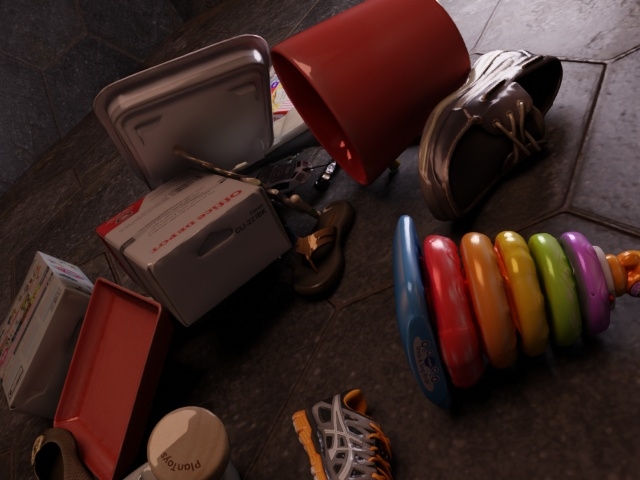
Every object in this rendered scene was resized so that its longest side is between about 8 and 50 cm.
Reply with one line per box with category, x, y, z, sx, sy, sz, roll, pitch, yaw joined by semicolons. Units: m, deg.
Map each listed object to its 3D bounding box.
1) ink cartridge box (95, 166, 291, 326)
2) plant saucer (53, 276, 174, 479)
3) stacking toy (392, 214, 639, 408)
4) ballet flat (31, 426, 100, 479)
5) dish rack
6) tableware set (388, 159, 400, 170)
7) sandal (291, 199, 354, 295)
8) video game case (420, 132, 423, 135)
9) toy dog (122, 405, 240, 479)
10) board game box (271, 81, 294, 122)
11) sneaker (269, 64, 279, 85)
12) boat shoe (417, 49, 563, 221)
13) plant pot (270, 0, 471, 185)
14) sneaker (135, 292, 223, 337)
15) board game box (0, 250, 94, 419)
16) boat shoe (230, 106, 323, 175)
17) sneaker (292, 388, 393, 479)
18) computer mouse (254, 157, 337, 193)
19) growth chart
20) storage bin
ink cartridge box;-0.203;-0.005;0.935;0.197;0.114;0.273;-38;29;-20
plant saucer;-0.315;0.203;0.929;0.259;0.047;0.258;10;83;50
stacking toy;0.231;0.050;0.616;0.302;0.175;0.166;-12;31;12
ballet flat;-0.375;0.336;0.866;0.250;0.058;0.084;16;93;50
dish rack;-0.202;-0.187;1.036;0.285;0.072;0.333;-25;-15;-10
tableware set;0.102;-0.172;1.111;0.104;0.024;0.154;-37;41;12
sandal;0.000;0.000;0.965;0.090;0.060;0.219;-13;38;34
video game case;0.160;-0.255;1.189;0.201;0.023;0.183;-5;43;39
toy dog;-0.186;0.334;0.612;0.334;0.220;0.161;-47;63;-3
board game box;-0.040;-0.322;1.408;0.193;0.045;0.147;0;43;21
sneaker;-0.103;-0.376;1.564;0.283;0.110;0.122;-38;49;1
boat shoe;0.255;-0.173;0.879;0.130;0.132;0.355;-1;47;44
plant pot;0.091;-0.267;0.996;0.243;0.275;0.275;-38;31;-4
sneaker;-0.270;0.139;1.027;0.271;0.100;0.108;-18;47;35
board game box;-0.519;0.166;1.149;0.303;0.097;0.224;21;85;54
boat shoe;-0.078;-0.191;1.263;0.319;0.099;0.116;-22;42;45
sneaker;0.037;0.223;0.610;0.083;0.084;0.215;-33;30;-4
computer mouse;-0.046;-0.126;1.204;0.193;0.042;0.106;-6;46;31
growth chart;-0.119;-0.093;1.005;0.237;0.172;0.021;23;88;11
storage bin;-0.145;0.017;1.065;0.180;0.084;0.122;-10;39;35
